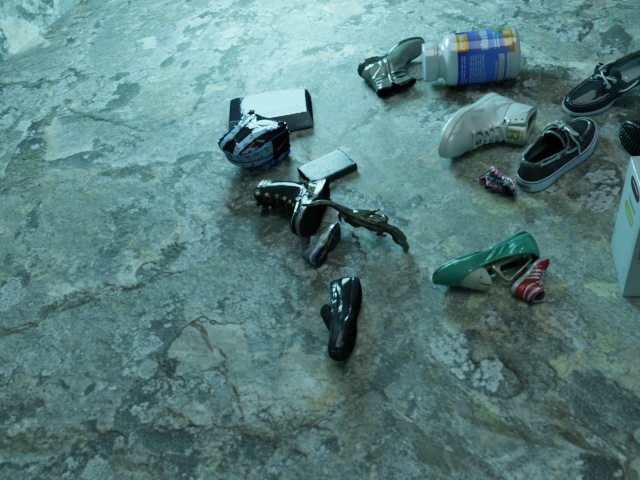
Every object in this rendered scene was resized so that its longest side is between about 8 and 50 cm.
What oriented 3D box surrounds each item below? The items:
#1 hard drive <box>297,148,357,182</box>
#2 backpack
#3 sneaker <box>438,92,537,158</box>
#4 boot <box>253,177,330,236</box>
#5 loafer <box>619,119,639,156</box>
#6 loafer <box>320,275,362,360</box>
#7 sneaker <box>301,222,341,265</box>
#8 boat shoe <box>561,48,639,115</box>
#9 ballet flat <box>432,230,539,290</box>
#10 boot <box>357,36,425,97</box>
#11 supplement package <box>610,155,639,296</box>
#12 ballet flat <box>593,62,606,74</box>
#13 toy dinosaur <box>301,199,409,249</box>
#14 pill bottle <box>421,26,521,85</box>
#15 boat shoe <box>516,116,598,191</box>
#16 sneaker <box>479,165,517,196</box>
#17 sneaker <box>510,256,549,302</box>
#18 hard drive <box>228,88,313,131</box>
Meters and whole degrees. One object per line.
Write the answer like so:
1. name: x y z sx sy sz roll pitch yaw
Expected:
1. hard drive: 0.018 -0.194 1.843 0.135 0.022 0.094 -27 46 -16
2. backpack: -0.185 -0.259 1.882 0.158 0.117 0.173 26 54 32
3. sneaker: 0.451 -0.291 1.801 0.169 0.108 0.292 27 53 36
4. boot: -0.085 -0.085 1.699 0.179 0.085 0.236 3 32 16
5. loafer: 0.837 -0.231 1.695 0.078 0.080 0.220 -21 49 -24
6. loafer: 0.038 0.162 1.437 0.078 0.076 0.223 -4 39 15
7. sneaker: 0.000 0.000 1.627 0.058 0.052 0.135 12 46 32
8. boat shoe: 0.799 -0.441 1.875 0.303 0.091 0.114 -30 61 -7
9. ballet flat: 0.365 0.058 1.477 0.247 0.083 0.087 -22 59 -10
10. boot: 0.250 -0.523 2.115 0.247 0.083 0.161 -28 53 -10
11. supplement package: 0.710 -0.026 1.361 0.204 0.261 0.145 0 44 11
12. ballet flat: 0.867 -0.472 1.949 0.173 0.049 0.057 9 48 20
13. toy dinosaur: 0.090 -0.054 1.622 0.268 0.064 0.118 20 9 1
14. pill bottle: 0.440 -0.539 2.028 0.272 0.152 0.152 -5 44 5
15. boat shoe: 0.598 -0.245 1.725 0.306 0.105 0.113 -34 48 -22
16. sneaker: 0.436 -0.136 1.692 0.057 0.047 0.119 -29 39 -9
17. sneaker: 0.463 0.086 1.452 0.118 0.042 0.067 -41 47 -18
18. hard drive: -0.152 -0.385 2.051 0.255 0.054 0.172 -8 44 3
